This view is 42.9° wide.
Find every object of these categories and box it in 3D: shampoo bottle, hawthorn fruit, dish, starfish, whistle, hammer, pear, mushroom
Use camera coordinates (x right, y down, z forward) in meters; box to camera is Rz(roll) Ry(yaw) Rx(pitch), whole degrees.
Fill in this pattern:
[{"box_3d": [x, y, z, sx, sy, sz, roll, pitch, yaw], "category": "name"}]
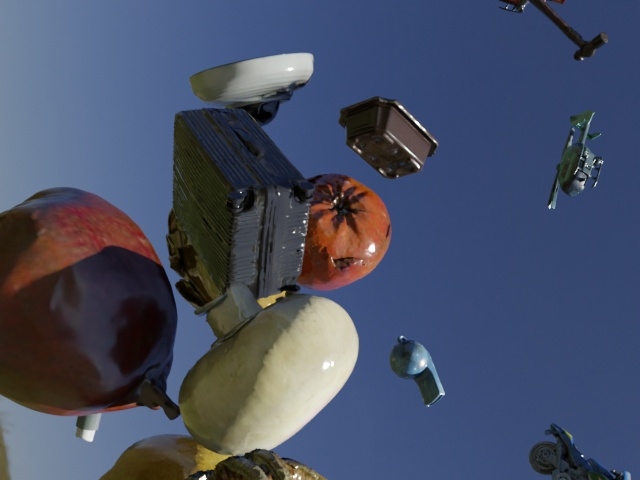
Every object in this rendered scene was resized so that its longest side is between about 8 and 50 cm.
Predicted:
[{"box_3d": [-0.488, 0.336, 1.753, 0.074, 0.074, 0.192, 14, -91, 62], "category": "shampoo bottle"}, {"box_3d": [-0.338, 0.086, 1.109, 0.308, 0.325, 0.308, -36, -140, 37], "category": "hawthorn fruit"}, {"box_3d": [-0.137, -0.314, 1.772, 0.273, 0.274, 0.133, 2, -74, 63], "category": "dish"}, {"box_3d": [-0.080, 0.235, 0.671, 0.146, 0.190, 0.074, 54, 12, -54], "category": "starfish"}, {"box_3d": [0.190, 0.264, 1.695, 0.090, 0.090, 0.157, 110, -29, -45], "category": "whistle"}, {"box_3d": [0.376, -0.353, 1.290, 0.065, 0.178, 0.021, -30, -150, 50], "category": "hammer"}, {"box_3d": [-0.214, 0.454, 1.247, 0.314, 0.315, 0.314, 31, -54, 57], "category": "pear"}, {"box_3d": [0.000, 0.000, 1.872, 0.307, 0.276, 0.276, -45, -122, 48], "category": "hawthorn fruit"}, {"box_3d": [-0.072, 0.150, 1.033, 0.202, 0.246, 0.246, 57, -30, 6], "category": "mushroom"}]

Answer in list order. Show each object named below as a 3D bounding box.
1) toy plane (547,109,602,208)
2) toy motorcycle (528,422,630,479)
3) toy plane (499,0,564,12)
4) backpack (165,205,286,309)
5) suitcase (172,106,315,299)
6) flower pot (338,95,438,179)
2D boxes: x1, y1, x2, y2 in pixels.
[{"box_3d": [0.530, -0.174, 1.681, 0.096, 0.060, 0.235, -16, -131, 61], "category": "toy plane"}, {"box_3d": [0.555, 0.494, 1.709, 0.254, 0.136, 0.092, 43, -14, 39], "category": "toy motorcycle"}, {"box_3d": [0.331, -0.401, 1.319, 0.145, 0.037, 0.060, 25, -21, 36], "category": "toy plane"}, {"box_3d": [-0.208, 0.030, 1.812, 0.378, 0.201, 0.353, 28, -51, 48], "category": "backpack"}, {"box_3d": [-0.149, -0.067, 1.396, 0.335, 0.152, 0.229, 51, -39, 47], "category": "suitcase"}, {"box_3d": [0.160, -0.233, 1.974, 0.179, 0.251, 0.084, -14, -128, 39], "category": "flower pot"}]
